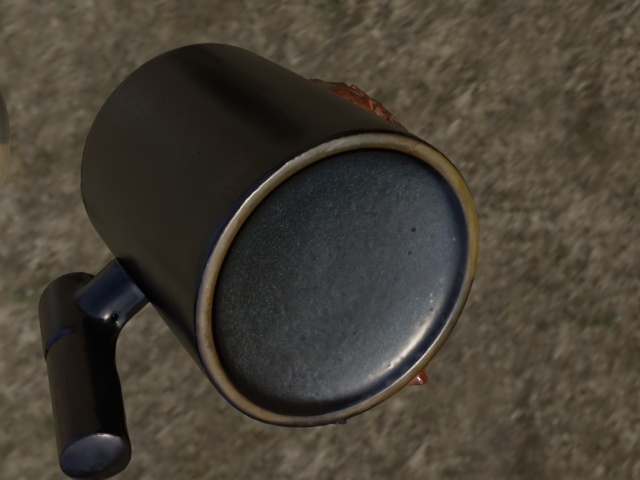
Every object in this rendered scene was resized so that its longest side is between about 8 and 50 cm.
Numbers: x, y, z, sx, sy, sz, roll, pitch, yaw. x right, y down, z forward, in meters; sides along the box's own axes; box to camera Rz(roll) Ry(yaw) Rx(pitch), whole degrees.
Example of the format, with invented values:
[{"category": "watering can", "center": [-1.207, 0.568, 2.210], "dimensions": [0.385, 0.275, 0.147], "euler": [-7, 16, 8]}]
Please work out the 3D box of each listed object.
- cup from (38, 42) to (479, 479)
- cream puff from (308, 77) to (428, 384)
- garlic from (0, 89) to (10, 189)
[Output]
[{"category": "cup", "center": [-0.063, 0.002, 0.978], "dimensions": [0.177, 0.239, 0.166], "euler": [40, 152, 49]}, {"category": "cream puff", "center": [0.000, 0.000, 1.225], "dimensions": [0.164, 0.240, 0.240], "euler": [-21, 100, 28]}, {"category": "garlic", "center": [-0.397, -0.092, 1.638], "dimensions": [0.279, 0.132, 0.325], "euler": [1, 100, 35]}]
